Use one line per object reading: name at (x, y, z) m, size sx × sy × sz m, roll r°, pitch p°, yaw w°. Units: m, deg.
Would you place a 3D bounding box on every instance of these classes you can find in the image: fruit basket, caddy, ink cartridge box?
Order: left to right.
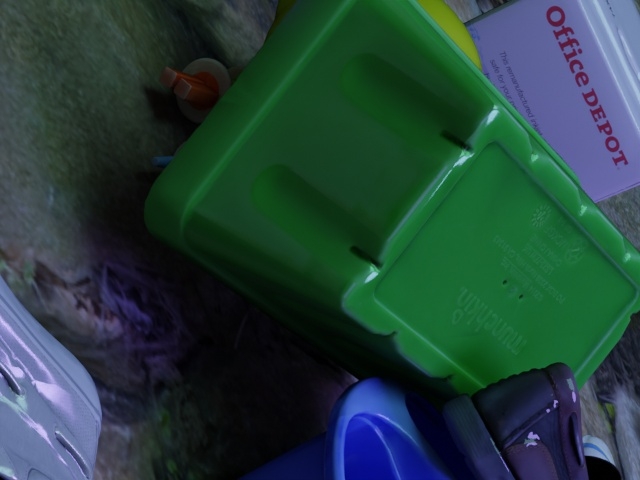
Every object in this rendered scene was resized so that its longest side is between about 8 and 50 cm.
fruit basket at (0.040, -0.060, 1.303) m, size 0.392 × 0.283 × 0.392 m, roll 38°, pitch -1°, yaw 1°
caddy at (0.064, 0.265, 1.189) m, size 0.241 × 0.179 × 0.341 m, roll -12°, pitch 79°, yaw -64°
ink cartridge box at (0.179, -0.117, 1.638) m, size 0.198 × 0.270 × 0.197 m, roll 65°, pitch 25°, yaw -4°

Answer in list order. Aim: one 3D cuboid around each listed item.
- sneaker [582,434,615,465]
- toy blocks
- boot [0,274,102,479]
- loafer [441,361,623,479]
sneaker at (0.317, 0.290, 1.723) m, size 0.091 × 0.126 × 0.240 m, roll 40°, pitch 36°, yaw -44°
toy blocks at (-0.089, -0.085, 1.340) m, size 0.148 × 0.054 × 0.123 m, roll 2°, pitch 68°, yaw -62°
boot at (-0.203, 0.075, 0.924) m, size 0.258 × 0.095 × 0.123 m, roll 47°, pitch 24°, yaw -37°
loafer at (0.184, 0.187, 1.257) m, size 0.302 × 0.095 × 0.109 m, roll 52°, pitch 7°, yaw -49°
